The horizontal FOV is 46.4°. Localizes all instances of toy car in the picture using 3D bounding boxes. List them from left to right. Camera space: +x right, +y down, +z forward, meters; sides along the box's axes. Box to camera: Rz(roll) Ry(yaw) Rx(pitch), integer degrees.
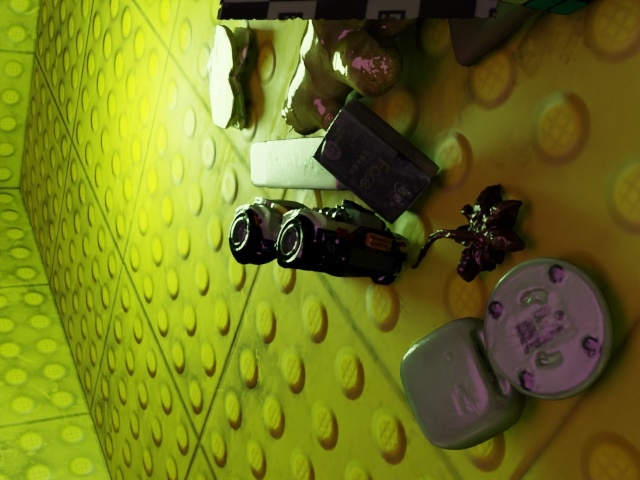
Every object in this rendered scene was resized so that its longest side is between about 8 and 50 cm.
[{"bbox_3d":[0.001,-0.002,1.113,0.301,0.193,0.118,4,81,57],"label":"toy car"}]

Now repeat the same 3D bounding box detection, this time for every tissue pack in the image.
[{"bbox_3d":[0.075,-0.110,1.034,0.156,0.051,0.112,39,139,1],"label":"tissue pack"}]

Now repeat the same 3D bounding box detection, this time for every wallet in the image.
[{"bbox_3d":[0.202,-0.291,0.893,0.152,0.038,0.118,140,126,-63],"label":"wallet"}]

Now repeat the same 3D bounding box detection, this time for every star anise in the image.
[{"bbox_3d":[0.181,0.001,0.934,0.191,0.070,0.097,-46,57,52],"label":"star anise"}]

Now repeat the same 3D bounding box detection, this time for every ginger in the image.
[{"bbox_3d":[0.058,-0.273,1.082,0.236,0.166,0.376,43,145,30],"label":"ginger"}]

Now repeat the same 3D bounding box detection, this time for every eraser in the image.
[{"bbox_3d":[-0.014,-0.127,1.234,0.351,0.061,0.089,6,98,58],"label":"eraser"}]

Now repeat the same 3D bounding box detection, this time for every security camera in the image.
[{"bbox_3d":[0.220,0.137,0.878,0.301,0.080,0.157,-43,54,38],"label":"security camera"}]

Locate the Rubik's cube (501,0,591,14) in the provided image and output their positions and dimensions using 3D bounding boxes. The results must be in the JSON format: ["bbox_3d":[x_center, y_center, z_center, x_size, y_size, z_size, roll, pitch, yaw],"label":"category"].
[{"bbox_3d":[0.243,-0.334,0.737,0.154,0.151,0.155,-18,77,55],"label":"Rubik's cube"}]

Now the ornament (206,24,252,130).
[{"bbox_3d":[-0.195,-0.332,1.509,0.180,0.059,0.201,31,120,56],"label":"ornament"}]

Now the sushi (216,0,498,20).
[{"bbox_3d":[0.067,-0.419,0.916,0.342,0.064,0.360,5,79,21],"label":"sushi"}]
